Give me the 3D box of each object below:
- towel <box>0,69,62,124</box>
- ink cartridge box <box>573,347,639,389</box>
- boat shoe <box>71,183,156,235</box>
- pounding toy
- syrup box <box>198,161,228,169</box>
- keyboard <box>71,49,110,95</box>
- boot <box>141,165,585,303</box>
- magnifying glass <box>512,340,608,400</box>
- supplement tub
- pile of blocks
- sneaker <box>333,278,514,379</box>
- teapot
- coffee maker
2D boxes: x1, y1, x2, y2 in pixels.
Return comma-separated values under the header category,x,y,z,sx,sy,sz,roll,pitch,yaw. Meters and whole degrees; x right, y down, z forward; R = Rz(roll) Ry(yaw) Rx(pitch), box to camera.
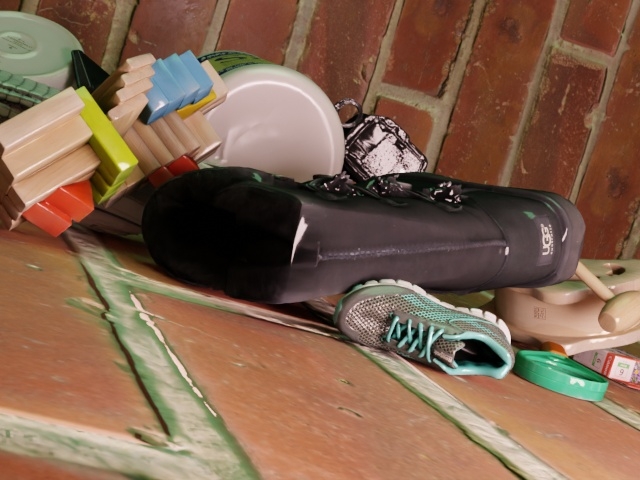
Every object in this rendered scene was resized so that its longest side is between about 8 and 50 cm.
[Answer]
category,x,y,z,sx,sy,sz,roll,pitch,yaw
towel,-0.412,-0.151,1.570,0.283,0.121,0.235,18,6,-15
ink cartridge box,0.347,0.144,1.399,0.062,0.029,0.115,15,4,-23
boat shoe,-0.214,-0.047,1.252,0.226,0.083,0.075,23,-44,-37
pounding toy,0.296,0.036,1.428,0.154,0.155,0.269,-16,21,-31
syrup box,-0.073,-0.030,1.500,0.093,0.096,0.237,17,4,23
keyboard,-0.286,-0.168,1.998,0.317,0.033,0.202,40,17,-45
boot,0.001,0.000,1.267,0.367,0.146,0.445,-4,1,45
magnifying glass,0.240,0.129,1.248,0.092,0.026,0.231,18,6,7
supplement tub,-0.120,-0.154,1.814,0.241,0.241,0.331,16,8,-21
pile of blocks,-0.164,-0.092,1.151,0.113,0.149,0.362,54,34,1
sneaker,0.094,0.079,1.047,0.166,0.065,0.076,12,14,-12
teapot,-0.504,-0.244,2.013,0.252,0.187,0.256,-5,41,-25
coffee maker,0.073,-0.148,1.886,0.120,0.171,0.178,-24,10,-6
